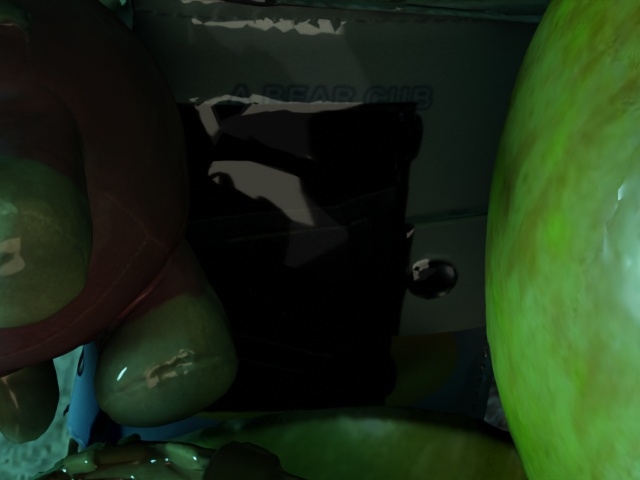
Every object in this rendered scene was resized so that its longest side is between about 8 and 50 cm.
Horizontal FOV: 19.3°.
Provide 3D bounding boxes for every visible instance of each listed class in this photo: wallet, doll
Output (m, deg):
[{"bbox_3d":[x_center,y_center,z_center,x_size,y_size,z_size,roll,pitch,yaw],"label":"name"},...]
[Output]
[{"bbox_3d":[0.000,0.000,0.678,0.170,0.069,0.231,4,129,-11],"label":"wallet"},{"bbox_3d":[-0.165,0.010,0.582,0.255,0.152,0.196,-9,126,13],"label":"doll"}]

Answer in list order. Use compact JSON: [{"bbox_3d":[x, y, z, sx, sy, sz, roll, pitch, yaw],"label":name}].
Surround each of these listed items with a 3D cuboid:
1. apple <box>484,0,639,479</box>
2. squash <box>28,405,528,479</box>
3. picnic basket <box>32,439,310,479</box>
[{"bbox_3d":[0.214,0.016,0.560,0.339,0.339,0.340,-7,131,-8],"label":"apple"},{"bbox_3d":[-0.044,0.162,0.762,0.233,0.210,0.309,20,107,-28],"label":"squash"},{"bbox_3d":[-0.039,0.122,0.557,0.137,0.178,0.128,14,94,7],"label":"picnic basket"}]
